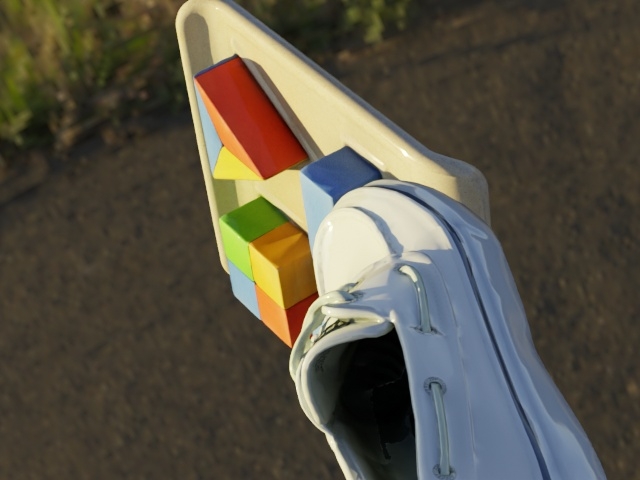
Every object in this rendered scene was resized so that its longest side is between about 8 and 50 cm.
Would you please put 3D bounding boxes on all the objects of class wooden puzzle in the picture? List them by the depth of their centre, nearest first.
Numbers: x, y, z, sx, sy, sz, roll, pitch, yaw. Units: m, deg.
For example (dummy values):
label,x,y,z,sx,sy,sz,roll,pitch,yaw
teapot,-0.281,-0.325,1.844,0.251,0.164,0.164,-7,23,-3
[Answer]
label,x,y,z,sx,sy,sz,roll,pitch,yaw
wooden puzzle,0.000,0.000,1.612,0.080,0.322,0.348,-32,46,-25

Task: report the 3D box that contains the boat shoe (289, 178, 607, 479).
label,x,y,z,sx,sy,sz,roll,pitch,yaw
boat shoe,0.028,0.040,0.698,0.076,0.083,0.226,8,24,-24
